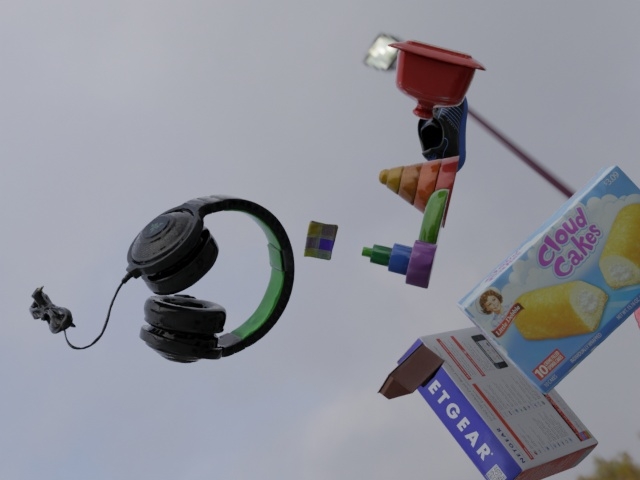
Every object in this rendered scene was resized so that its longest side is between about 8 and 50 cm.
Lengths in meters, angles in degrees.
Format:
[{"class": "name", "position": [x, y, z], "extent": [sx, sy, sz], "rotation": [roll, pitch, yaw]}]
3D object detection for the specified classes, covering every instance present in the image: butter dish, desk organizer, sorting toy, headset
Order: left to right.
[{"class": "headset", "position": [-0.230, 0.067, 1.859], "extent": [0.394, 0.185, 0.243], "rotation": [-17, -70, -31]}, {"class": "sorting toy", "position": [0.130, -0.039, 1.891], "extent": [0.365, 0.126, 0.127], "rotation": [-64, -14, -62]}, {"class": "desk organizer", "position": [0.153, 0.226, 2.060], "extent": [0.130, 0.050, 0.047], "rotation": [-34, -23, -53]}, {"class": "butter dish", "position": [0.177, -0.252, 1.964], "extent": [0.160, 0.159, 0.118], "rotation": [-54, -22, -79]}]

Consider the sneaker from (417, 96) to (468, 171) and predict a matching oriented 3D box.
[{"class": "sneaker", "position": [0.239, -0.245, 2.460], "extent": [0.081, 0.232, 0.090], "rotation": [-29, -41, 36]}]

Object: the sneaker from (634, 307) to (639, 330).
[{"class": "sneaker", "position": [0.621, 0.079, 1.864], "extent": [0.314, 0.136, 0.116], "rotation": [-25, -34, 28]}]

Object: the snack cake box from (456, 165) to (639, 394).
[{"class": "snack cake box", "position": [0.322, 0.048, 1.563], "extent": [0.264, 0.152, 0.089], "rotation": [-44, 1, 1]}]

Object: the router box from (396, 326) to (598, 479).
[{"class": "router box", "position": [0.356, 0.324, 2.460], "extent": [0.301, 0.335, 0.082], "rotation": [-4, -41, -49]}]

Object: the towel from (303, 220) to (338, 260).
[{"class": "towel", "position": [0.000, 0.000, 2.503], "extent": [0.009, 0.060, 0.083], "rotation": [-93, 14, -66]}]
